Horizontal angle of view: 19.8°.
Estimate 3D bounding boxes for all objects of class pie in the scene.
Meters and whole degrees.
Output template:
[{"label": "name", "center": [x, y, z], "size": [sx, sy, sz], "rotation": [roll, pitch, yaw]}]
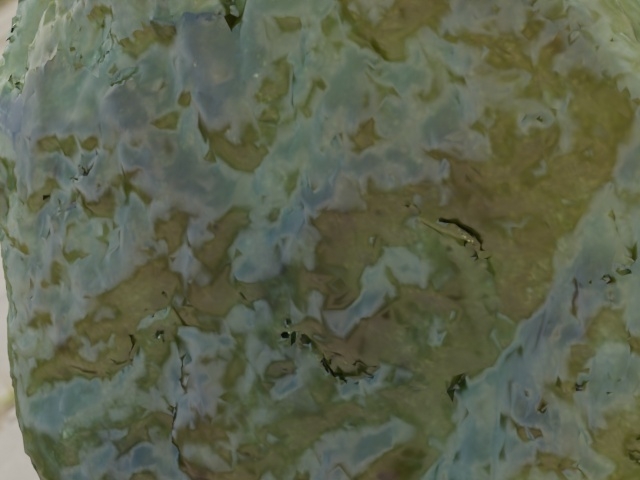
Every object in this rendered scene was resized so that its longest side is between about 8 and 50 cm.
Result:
[{"label": "pie", "center": [0.000, 0.000, 0.543], "size": [0.277, 0.277, 0.078], "rotation": [-21, 2, 34]}]
